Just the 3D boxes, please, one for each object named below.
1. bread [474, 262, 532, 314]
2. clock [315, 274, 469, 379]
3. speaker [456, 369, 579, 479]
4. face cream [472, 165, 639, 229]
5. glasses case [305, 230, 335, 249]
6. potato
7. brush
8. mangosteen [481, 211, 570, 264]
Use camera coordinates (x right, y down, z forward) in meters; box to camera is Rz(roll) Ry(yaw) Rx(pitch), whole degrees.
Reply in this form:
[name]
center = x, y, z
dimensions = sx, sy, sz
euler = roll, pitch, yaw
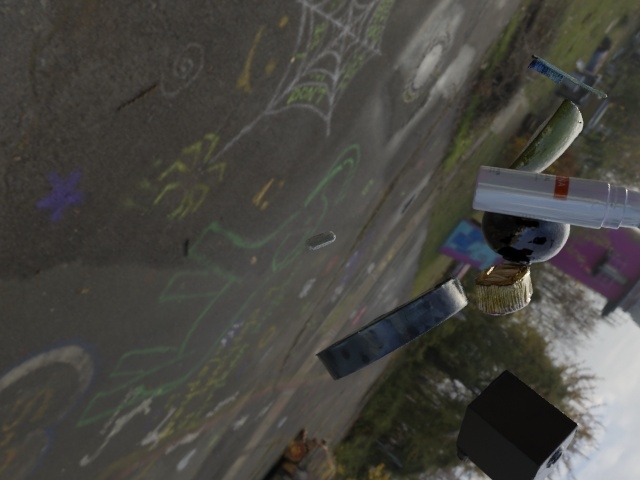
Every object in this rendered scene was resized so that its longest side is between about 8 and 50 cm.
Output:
[bread]
center = 0.487, 0.131, 1.705
dimensions = 0.190, 0.132, 0.114
euler = -32, 115, -51
[clock]
center = 0.172, 0.205, 1.511
dimensions = 0.386, 0.076, 0.386
euler = -30, 173, -4
[speaker]
center = 0.509, 0.522, 1.689
dimensions = 0.184, 0.232, 0.253
euler = -32, 142, -28
[face cream]
center = 0.499, -0.086, 1.340
dimensions = 0.102, 0.346, 0.101
euler = 9, 90, -76
[glasses case]
center = 0.000, 0.000, 1.709
dimensions = 0.083, 0.032, 0.021
euler = -22, 153, -17
[potato]
center = 0.710, -0.286, 2.064
dimensions = 0.255, 0.112, 0.269
euler = -49, 171, -9
[brush]
center = 0.499, -0.324, 1.300
dimensions = 0.030, 0.179, 0.033
euler = -63, -165, 15
[mangosteen]
center = 0.534, -0.054, 1.679
dimensions = 0.243, 0.243, 0.243
euler = -49, 164, -19
